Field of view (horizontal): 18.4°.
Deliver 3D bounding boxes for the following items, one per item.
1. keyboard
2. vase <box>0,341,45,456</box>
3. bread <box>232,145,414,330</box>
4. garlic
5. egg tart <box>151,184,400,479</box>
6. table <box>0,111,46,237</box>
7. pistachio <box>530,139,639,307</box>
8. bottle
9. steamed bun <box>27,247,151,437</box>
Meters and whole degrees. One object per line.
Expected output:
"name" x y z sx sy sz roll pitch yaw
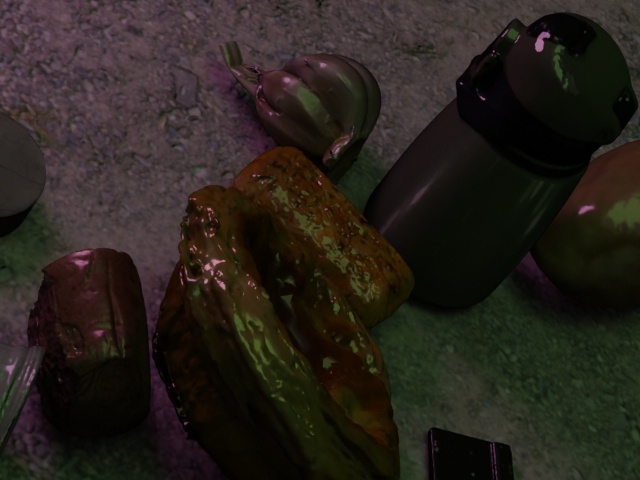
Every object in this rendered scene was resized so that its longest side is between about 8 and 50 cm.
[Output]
"keyboard" 0.154 0.320 1.886 0.101 0.018 0.310 14 50 -20
"vase" -0.394 0.094 1.644 0.299 0.143 0.143 24 47 -9
"bread" 0.000 0.000 1.998 0.211 0.083 0.114 46 41 5
"garlic" -0.022 -0.155 2.089 0.194 0.131 0.127 37 87 21
"egg tart" -0.047 0.116 1.790 0.352 0.150 0.352 56 12 -19
"table" -0.329 -0.066 1.868 0.133 0.043 0.133 17 49 -20
"pistachio" 0.345 -0.022 2.177 0.181 0.162 0.293 20 38 34
"bottle" 0.184 -0.086 1.991 0.168 0.347 0.168 17 48 -19
"steamed bun" -0.203 0.097 1.737 0.106 0.175 0.145 -4 60 -9
